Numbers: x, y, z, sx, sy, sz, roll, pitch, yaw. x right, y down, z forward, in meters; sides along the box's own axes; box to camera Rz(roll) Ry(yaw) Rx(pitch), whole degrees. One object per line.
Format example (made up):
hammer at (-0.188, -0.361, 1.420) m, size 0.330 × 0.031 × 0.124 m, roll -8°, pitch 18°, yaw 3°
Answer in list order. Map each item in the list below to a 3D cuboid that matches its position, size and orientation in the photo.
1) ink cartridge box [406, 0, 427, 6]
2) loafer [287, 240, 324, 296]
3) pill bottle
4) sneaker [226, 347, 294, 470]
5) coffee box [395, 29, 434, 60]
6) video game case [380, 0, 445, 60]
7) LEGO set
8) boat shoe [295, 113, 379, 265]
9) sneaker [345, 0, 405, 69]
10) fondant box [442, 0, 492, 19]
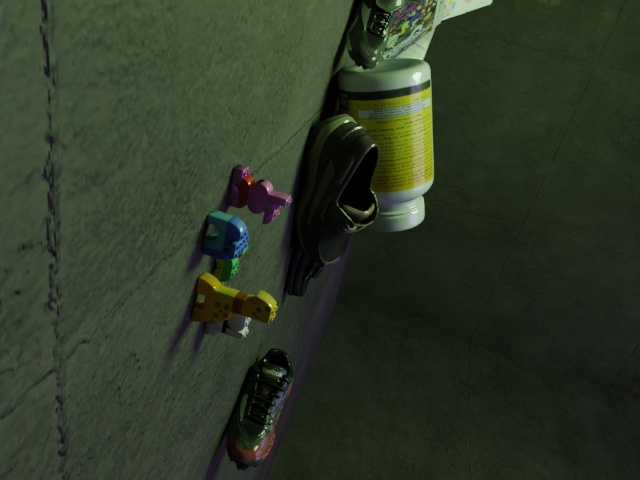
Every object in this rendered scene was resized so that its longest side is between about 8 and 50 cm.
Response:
ink cartridge box at (0.179, -0.585, 1.070) m, size 0.176 × 0.128 × 0.127 m, roll 60°, pitch 48°, yaw -83°
loafer at (0.000, 0.000, 1.241) m, size 0.109 × 0.095 × 0.302 m, roll -50°, pitch 157°, yaw -76°
pill bottle at (0.142, -0.197, 1.122) m, size 0.188 × 0.188 × 0.334 m, roll -62°, pitch 148°, yaw -59°
sneaker at (-0.120, 0.329, 1.095) m, size 0.276 × 0.098 × 0.135 m, roll -67°, pitch 172°, yaw -57°
coffee box at (0.245, -0.577, 1.545) m, size 0.246 × 0.098 × 0.141 m, roll -69°, pitch -162°, yaw -2°
video game case at (0.195, -0.506, 1.257) m, size 0.232 × 0.042 × 0.210 m, roll -38°, pitch 172°, yaw 1°
LEGO set at (-0.085, 0.041, 0.619) m, size 0.087 × 0.093 × 0.227 m, roll -58°, pitch 164°, yaw -66°
boat shoe at (0.038, -0.071, 1.063) m, size 0.132 × 0.130 × 0.355 m, roll -29°, pitch 142°, yaw -30°
sneaker at (0.111, -0.434, 1.021) m, size 0.106 × 0.078 × 0.234 m, roll -44°, pitch -155°, yaw 57°
fondant box at (0.367, -0.733, 1.320) m, size 0.238 × 0.096 × 0.330 m, roll -26°, pitch 150°, yaw -23°
